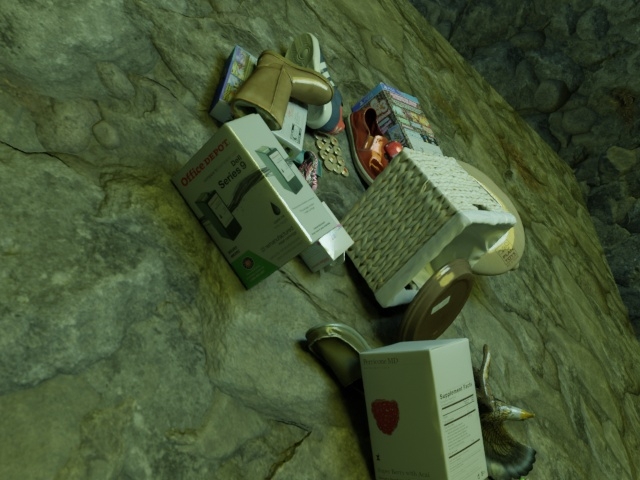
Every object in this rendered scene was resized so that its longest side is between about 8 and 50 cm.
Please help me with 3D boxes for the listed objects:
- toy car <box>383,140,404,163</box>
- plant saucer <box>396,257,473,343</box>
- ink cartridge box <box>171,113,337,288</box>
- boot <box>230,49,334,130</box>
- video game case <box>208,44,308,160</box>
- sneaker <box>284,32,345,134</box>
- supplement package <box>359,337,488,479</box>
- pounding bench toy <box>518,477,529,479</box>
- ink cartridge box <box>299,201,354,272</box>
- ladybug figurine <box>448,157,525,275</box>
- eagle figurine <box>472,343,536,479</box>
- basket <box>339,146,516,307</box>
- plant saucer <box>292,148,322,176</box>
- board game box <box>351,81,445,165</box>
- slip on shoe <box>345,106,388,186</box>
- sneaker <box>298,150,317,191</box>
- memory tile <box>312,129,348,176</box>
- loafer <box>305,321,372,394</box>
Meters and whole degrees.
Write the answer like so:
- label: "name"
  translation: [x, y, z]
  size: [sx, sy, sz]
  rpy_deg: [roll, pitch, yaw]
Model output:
- label: "toy car"
  translation: [0.288, -0.171, 1.832]
  size: [0.224, 0.053, 0.239]
  rpy_deg: [4, 98, -18]
- label: "plant saucer"
  translation: [0.299, 0.169, 1.544]
  size: [0.041, 0.278, 0.277]
  rpy_deg: [38, 23, 31]
- label: "ink cartridge box"
  translation: [-0.141, -0.080, 1.256]
  size: [0.289, 0.211, 0.121]
  rpy_deg: [54, 35, 0]
- label: "boot"
  translation: [-0.089, -0.352, 1.537]
  size: [0.236, 0.089, 0.270]
  rpy_deg: [23, 41, -11]
- label: "video game case"
  translation: [-0.151, -0.360, 1.598]
  size: [0.244, 0.061, 0.270]
  rpy_deg: [30, 40, -23]
- label: "sneaker"
  translation: [-0.009, -0.465, 1.845]
  size: [0.148, 0.131, 0.350]
  rpy_deg: [22, 51, -49]
- label: "supplement package"
  translation: [0.214, 0.363, 1.270]
  size: [0.175, 0.177, 0.293]
  rpy_deg: [0, 81, -51]
- label: "pounding bench toy"
  translation: [0.532, 0.650, 1.576]
  size: [0.052, 0.083, 0.065]
  rpy_deg: [-2, 64, -52]
- label: "ink cartridge box"
  translation: [0.000, 0.000, 1.451]
  size: [0.143, 0.092, 0.090]
  rpy_deg: [53, 50, -4]
- label: "ladybug figurine"
  translation: [0.458, -0.064, 1.965]
  size: [0.305, 0.162, 0.449]
  rpy_deg: [-40, 84, -13]
- label: "eagle figurine"
  translation: [0.445, 0.460, 1.581]
  size: [0.226, 0.225, 0.298]
  rpy_deg: [-43, 135, -19]
- label: "basket"
  translation: [0.268, -0.029, 1.600]
  size: [0.328, 0.331, 0.266]
  rpy_deg: [-1, 47, -52]
- label: "plant saucer"
  translation: [-0.072, -0.234, 1.649]
  size: [0.192, 0.018, 0.067]
  rpy_deg: [28, 42, -34]
- label: "board game box"
  translation: [0.270, -0.353, 2.067]
  size: [0.232, 0.141, 0.291]
  rpy_deg: [5, 58, -50]
- label: "slip on shoe"
  translation: [0.166, -0.283, 1.914]
  size: [0.123, 0.101, 0.332]
  rpy_deg: [17, 50, -45]
- label: "sneaker"
  translation: [-0.040, -0.185, 1.611]
  size: [0.057, 0.047, 0.120]
  rpy_deg: [8, 69, -29]
- label: "memory tile"
  translation: [0.030, -0.257, 1.801]
  size: [0.113, 0.012, 0.148]
  rpy_deg: [11, 54, -46]
- label: "loafer"
  translation: [0.069, 0.265, 1.322]
  size: [0.251, 0.094, 0.087]
  rpy_deg: [37, 33, -26]
